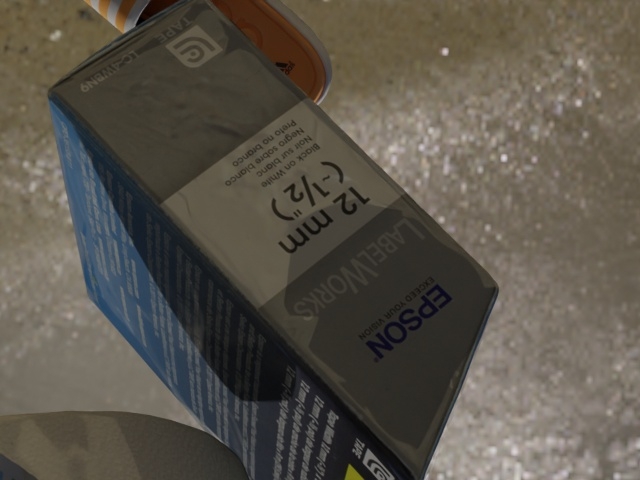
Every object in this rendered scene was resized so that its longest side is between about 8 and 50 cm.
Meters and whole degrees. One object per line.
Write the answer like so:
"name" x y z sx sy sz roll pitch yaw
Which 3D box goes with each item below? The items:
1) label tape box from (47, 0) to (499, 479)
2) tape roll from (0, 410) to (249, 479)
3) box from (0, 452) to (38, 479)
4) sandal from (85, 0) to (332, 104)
"label tape box" 0.004 0.066 0.794 0.348 0.115 0.249 44 158 18
"tape roll" -0.206 0.214 0.720 0.392 0.072 0.392 -19 152 -11
"box" -0.191 0.104 0.412 0.203 0.114 0.103 9 161 7
"sandal" -0.107 -0.188 1.103 0.265 0.076 0.102 35 113 1
